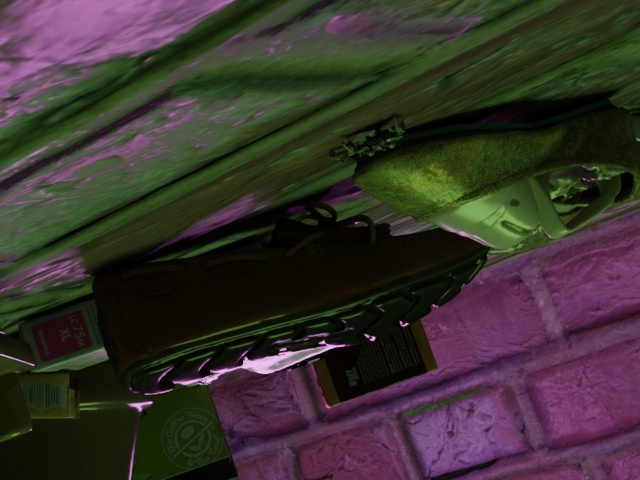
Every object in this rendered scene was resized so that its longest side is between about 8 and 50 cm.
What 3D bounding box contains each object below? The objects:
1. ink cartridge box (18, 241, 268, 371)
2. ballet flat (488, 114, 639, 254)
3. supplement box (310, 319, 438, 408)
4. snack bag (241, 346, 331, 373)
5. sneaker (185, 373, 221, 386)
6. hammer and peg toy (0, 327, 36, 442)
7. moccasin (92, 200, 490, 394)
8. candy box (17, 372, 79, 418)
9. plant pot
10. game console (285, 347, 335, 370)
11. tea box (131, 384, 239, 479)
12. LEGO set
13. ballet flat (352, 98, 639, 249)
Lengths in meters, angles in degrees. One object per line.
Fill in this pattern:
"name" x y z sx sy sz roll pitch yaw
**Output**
"ink cartridge box" -0.146 0.065 1.577 0.311 0.065 0.186 -17 175 2
"ballet flat" 0.273 -0.077 1.571 0.316 0.107 0.106 -22 156 -31
"supplement box" 0.069 0.161 2.504 0.194 0.191 0.129 -20 174 -4
"snack bag" -0.082 0.114 1.886 0.323 0.037 0.342 -25 154 37
"sneaker" -0.164 0.170 2.302 0.153 0.094 0.235 -13 168 31
"hammer and peg toy" -0.361 0.133 1.177 0.266 0.127 0.361 -19 174 -6
"moccasin" -0.023 0.033 1.403 0.380 0.147 0.139 -15 159 -9
"candy box" -0.362 0.171 1.627 0.186 0.053 0.109 -1 173 -4
"plant pot" -0.324 0.269 1.802 0.263 0.229 0.263 -6 169 -1
"game console" -0.031 0.127 2.248 0.361 0.044 0.213 -13 149 -55
"tea box" -0.318 0.366 2.470 0.329 0.324 0.220 -20 175 -7
"LEGO set" 0.040 -0.071 1.124 0.054 0.023 0.083 -18 174 -13
"ballet flat" 0.173 -0.051 1.300 0.348 0.123 0.123 -13 171 -46
